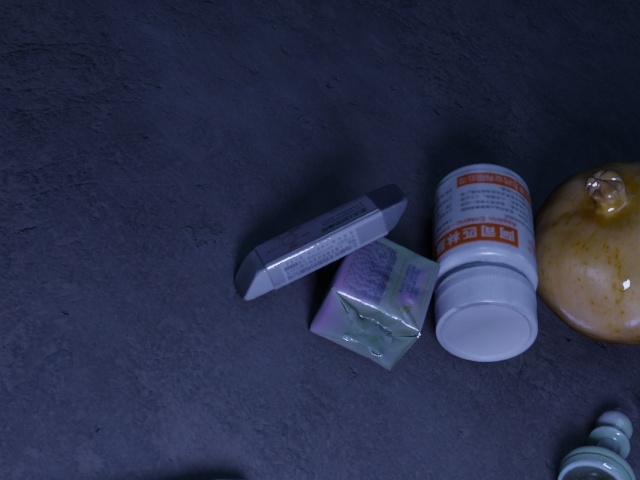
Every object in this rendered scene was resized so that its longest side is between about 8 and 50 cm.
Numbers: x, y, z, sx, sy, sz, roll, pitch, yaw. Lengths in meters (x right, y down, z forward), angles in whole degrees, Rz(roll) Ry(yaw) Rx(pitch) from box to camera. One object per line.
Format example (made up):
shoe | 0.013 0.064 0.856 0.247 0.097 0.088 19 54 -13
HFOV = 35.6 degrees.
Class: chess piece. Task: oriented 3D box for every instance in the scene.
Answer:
chess piece | 0.536 0.393 1.870 0.139 0.139 0.271 37 33 7

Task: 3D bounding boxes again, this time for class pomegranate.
pomegranate | 0.615 0.015 2.037 0.411 0.411 0.412 14 47 -16

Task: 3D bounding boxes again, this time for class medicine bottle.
medicine bottle | 0.324 0.039 1.988 0.211 0.211 0.371 18 46 -12

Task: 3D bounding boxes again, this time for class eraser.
eraser | 0.000 0.000 1.836 0.351 0.061 0.089 -25 32 -6

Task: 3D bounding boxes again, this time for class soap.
soap | 0.102 0.107 1.867 0.182 0.138 0.199 28 45 -3

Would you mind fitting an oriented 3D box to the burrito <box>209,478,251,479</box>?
burrito | -0.272 0.435 1.421 0.445 0.101 0.139 -4 59 -32
